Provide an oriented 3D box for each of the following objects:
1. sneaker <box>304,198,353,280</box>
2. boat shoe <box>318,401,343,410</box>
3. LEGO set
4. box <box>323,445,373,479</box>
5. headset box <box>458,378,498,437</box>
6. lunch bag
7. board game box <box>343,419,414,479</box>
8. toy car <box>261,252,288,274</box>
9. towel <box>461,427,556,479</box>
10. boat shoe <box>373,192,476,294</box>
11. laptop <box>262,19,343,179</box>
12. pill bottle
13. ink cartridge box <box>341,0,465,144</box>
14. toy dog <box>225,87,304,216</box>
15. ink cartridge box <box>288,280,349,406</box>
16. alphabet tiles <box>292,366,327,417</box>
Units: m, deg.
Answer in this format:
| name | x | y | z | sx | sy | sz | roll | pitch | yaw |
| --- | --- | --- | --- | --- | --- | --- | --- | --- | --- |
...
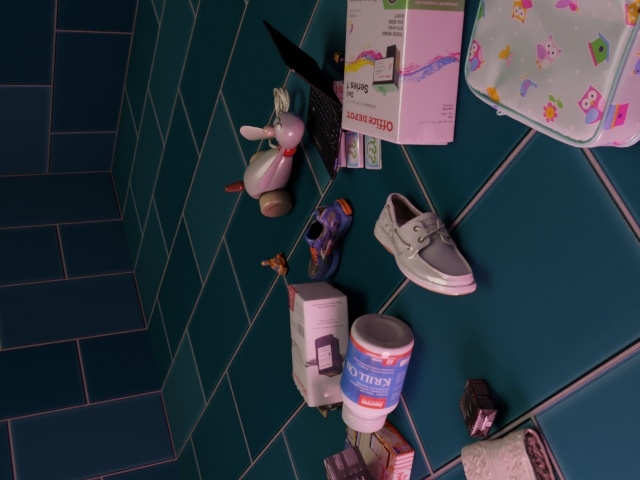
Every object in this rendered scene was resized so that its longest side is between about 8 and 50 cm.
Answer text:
| name | x | y | z | sx | sy | sz | roll | pitch | yaw |
| --- | --- | --- | --- | --- | --- | --- | --- | --- | --- |
| sneaker | 0.000 | 0.000 | 1.577 | 0.083 | 0.087 | 0.221 | 56 | 142 | 44 |
| boat shoe | 0.031 | 0.374 | 1.647 | 0.125 | 0.038 | 0.046 | -42 | 58 | 58 |
| LEGO set | 0.056 | -0.271 | 1.447 | 0.182 | 0.060 | 0.244 | 14 | 108 | 58 |
| box | 0.092 | 0.573 | 1.398 | 0.307 | 0.077 | 0.242 | 85 | 161 | -58 |
| headset box | 0.258 | 0.273 | 1.157 | 0.083 | 0.032 | 0.062 | -102 | 20 | -59 |
| lunch bag | 0.308 | -0.245 | 0.889 | 0.279 | 0.108 | 0.223 | -131 | 40 | -50 |
| board game box | 0.118 | 0.446 | 1.479 | 0.193 | 0.045 | 0.146 | 42 | 132 | 53 |
| toy car | -0.129 | 0.072 | 1.901 | 0.122 | 0.041 | 0.060 | -29 | 69 | 61 |
| towel | 0.312 | 0.446 | 1.090 | 0.187 | 0.049 | 0.282 | -46 | 55 | 56 |
| boat shoe | 0.176 | -0.003 | 1.213 | 0.277 | 0.098 | 0.096 | -134 | 44 | -53 |
| laptop | -0.044 | -0.297 | 1.490 | 0.234 | 0.137 | 0.264 | -112 | 24 | -48 |
| pill bottle | 0.104 | 0.266 | 1.383 | 0.124 | 0.124 | 0.221 | 47 | 136 | 50 |
| ink cartridge box | 0.136 | -0.315 | 1.206 | 0.201 | 0.117 | 0.278 | 31 | 123 | 58 |
| toy dog | -0.145 | -0.193 | 1.707 | 0.333 | 0.161 | 0.220 | 97 | 156 | -42 |
| ink cartridge box | -0.003 | 0.225 | 1.561 | 0.172 | 0.100 | 0.237 | -149 | 55 | -74 |
| alphabet tiles | -0.020 | 0.291 | 1.766 | 0.198 | 0.009 | 0.237 | 39 | 129 | 55 |
